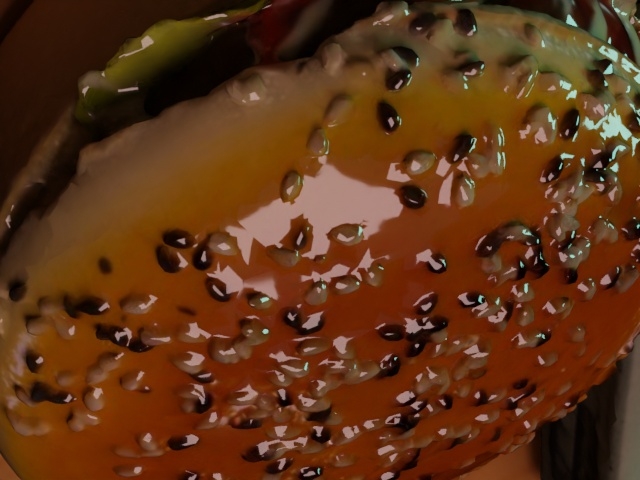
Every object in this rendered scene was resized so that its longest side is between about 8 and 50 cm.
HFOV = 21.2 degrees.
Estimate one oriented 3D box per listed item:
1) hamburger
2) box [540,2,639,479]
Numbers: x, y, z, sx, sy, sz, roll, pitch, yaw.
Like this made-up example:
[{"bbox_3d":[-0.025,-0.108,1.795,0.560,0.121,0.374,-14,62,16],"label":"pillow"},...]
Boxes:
[{"bbox_3d":[0.000,0.000,0.659,0.300,0.176,0.300,-17,140,-15],"label":"hamburger"},{"bbox_3d":[0.308,0.001,0.891,0.396,0.111,0.396,-19,140,-13],"label":"box"}]
